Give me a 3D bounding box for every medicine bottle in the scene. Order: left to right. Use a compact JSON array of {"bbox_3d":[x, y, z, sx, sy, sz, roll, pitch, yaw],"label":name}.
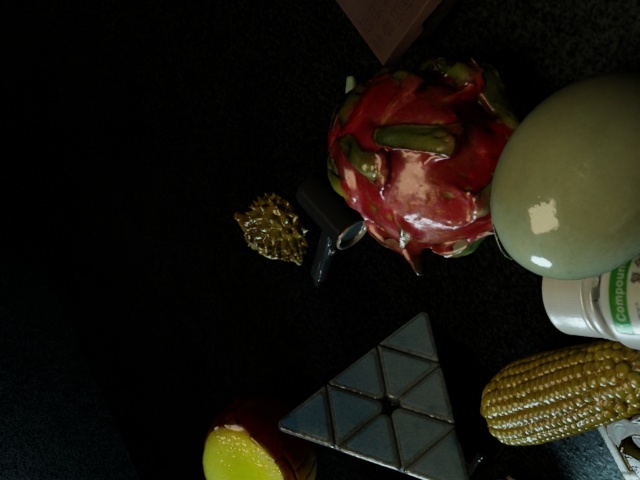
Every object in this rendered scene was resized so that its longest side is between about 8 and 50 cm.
[{"bbox_3d":[0.378,0.056,0.933,0.237,0.139,0.139,-1,111,56],"label":"medicine bottle"}]

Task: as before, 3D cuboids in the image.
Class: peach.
[{"bbox_3d":[-0.135,0.450,1.813,0.245,0.249,0.274,-92,-4,-54],"label":"peach"}]

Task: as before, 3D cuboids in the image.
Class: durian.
[{"bbox_3d":[-0.118,-0.023,1.610,0.224,0.078,0.140,15,123,48],"label":"durian"}]

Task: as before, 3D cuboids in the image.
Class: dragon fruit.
[{"bbox_3d":[0.148,-0.105,1.064,0.303,0.237,0.231,14,144,37],"label":"dragon fruit"}]

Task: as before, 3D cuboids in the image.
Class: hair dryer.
[{"bbox_3d":[0.000,0.000,1.487,0.128,0.070,0.255,50,149,21],"label":"hair dryer"}]

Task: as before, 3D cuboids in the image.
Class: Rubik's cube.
[{"bbox_3d":[0.117,0.295,1.338,0.229,0.228,0.233,-33,92,28],"label":"Rubik's cube"}]

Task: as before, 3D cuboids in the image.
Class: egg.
[{"bbox_3d":[0.289,-0.070,0.881,0.186,0.253,0.186,45,175,5],"label":"egg"}]

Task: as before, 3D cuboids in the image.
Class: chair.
[{"bbox_3d":[0.231,0.359,1.392,0.101,0.084,0.212,48,144,29],"label":"chair"}]

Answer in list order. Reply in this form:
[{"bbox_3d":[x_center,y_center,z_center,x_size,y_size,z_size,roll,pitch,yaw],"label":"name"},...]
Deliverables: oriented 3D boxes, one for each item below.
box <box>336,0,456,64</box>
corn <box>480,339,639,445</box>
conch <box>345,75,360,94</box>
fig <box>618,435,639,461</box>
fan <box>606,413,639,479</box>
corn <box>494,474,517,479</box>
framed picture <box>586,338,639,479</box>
[{"bbox_3d":[0.098,-0.376,1.068,0.215,0.086,0.215,56,147,11],"label":"box"},{"bbox_3d":[0.322,0.196,1.091,0.119,0.119,0.322,59,142,6],"label":"corn"},{"bbox_3d":[0.077,-0.165,1.275,0.065,0.088,0.180,-18,91,13],"label":"conch"},{"bbox_3d":[0.467,0.310,0.951,0.274,0.170,0.145,30,99,39],"label":"fig"},{"bbox_3d":[0.469,0.313,1.064,0.226,0.008,0.152,60,146,7],"label":"fan"},{"bbox_3d":[0.340,0.530,1.337,0.115,0.115,0.317,-12,104,56],"label":"corn"},{"bbox_3d":[0.446,0.203,1.044,0.209,0.019,0.281,61,147,3],"label":"framed picture"}]
